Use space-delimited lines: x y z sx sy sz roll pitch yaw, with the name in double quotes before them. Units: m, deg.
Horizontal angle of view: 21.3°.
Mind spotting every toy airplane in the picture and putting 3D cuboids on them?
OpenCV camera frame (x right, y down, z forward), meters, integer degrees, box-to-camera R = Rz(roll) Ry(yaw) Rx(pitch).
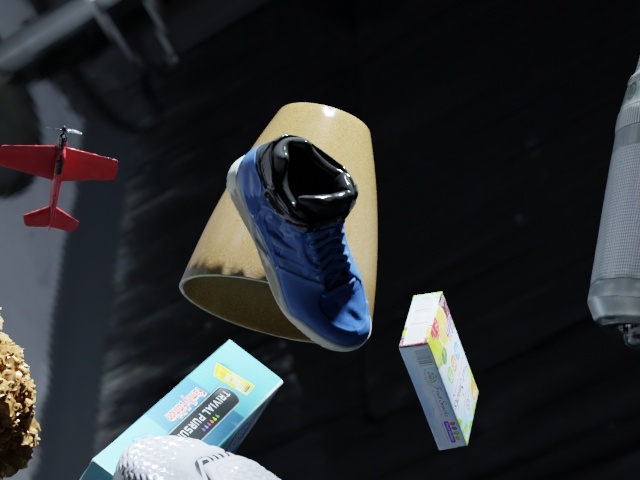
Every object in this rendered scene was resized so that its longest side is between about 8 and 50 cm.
"toy airplane" -0.332 -0.072 2.129 0.151 0.151 0.028 51 6 -25

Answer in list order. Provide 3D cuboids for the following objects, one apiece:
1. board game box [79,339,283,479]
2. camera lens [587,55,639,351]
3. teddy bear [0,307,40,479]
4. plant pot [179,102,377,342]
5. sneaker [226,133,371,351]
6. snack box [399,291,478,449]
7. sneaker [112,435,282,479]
"board game box" -0.183 0.267 1.708 0.079 0.254 0.336 36 24 6
"camera lens" 0.363 -0.027 1.525 0.219 0.219 0.274 23 74 -55
"teddy bear" -0.372 0.144 1.268 0.338 0.113 0.245 2 67 -17
"plant pot" -0.027 -0.030 2.082 0.237 0.237 0.254 34 63 -47
"sneaker" -0.001 0.000 1.132 0.058 0.084 0.152 -27 88 -31
"snack box" 0.130 0.141 1.848 0.100 0.037 0.141 -67 141 -55
"sneaker" -0.053 0.337 1.440 0.366 0.210 0.137 35 22 9
